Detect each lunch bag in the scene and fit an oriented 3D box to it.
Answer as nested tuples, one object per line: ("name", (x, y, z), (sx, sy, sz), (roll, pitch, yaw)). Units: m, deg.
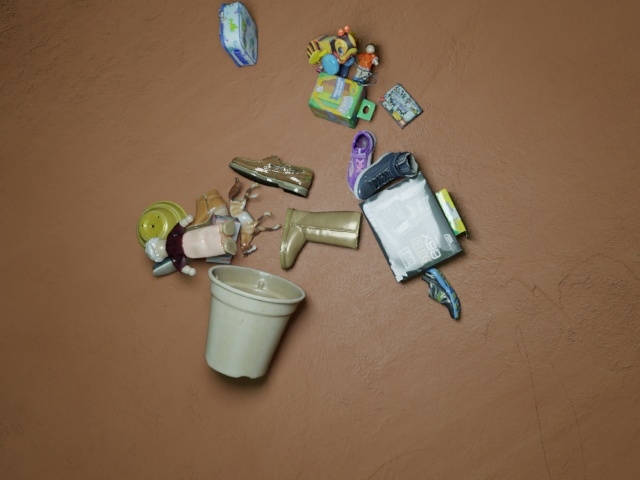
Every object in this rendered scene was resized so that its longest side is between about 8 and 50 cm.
("lunch bag", (-0.295, -0.742, 1.959), (0.090, 0.219, 0.176), (-3, 85, 11))

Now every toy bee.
("toy bee", (0.069, -0.648, 1.807), (0.298, 0.162, 0.195), (15, 50, 24))

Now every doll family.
("doll family", (0.115, -0.653, 1.946), (0.262, 0.118, 0.163), (24, 96, 30))

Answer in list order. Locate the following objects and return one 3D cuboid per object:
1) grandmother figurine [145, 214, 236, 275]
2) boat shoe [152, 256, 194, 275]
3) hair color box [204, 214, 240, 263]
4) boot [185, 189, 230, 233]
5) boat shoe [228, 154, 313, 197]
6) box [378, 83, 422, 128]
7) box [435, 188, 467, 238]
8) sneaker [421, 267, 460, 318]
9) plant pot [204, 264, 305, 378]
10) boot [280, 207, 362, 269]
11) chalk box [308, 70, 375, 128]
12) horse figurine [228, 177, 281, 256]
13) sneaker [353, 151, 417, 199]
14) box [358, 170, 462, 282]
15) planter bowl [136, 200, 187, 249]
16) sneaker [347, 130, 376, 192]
("grandmother figurine", (-0.459, 0.021, 1.867), (0.342, 0.104, 0.208), (-6, 75, 19))
("boat shoe", (-0.509, 0.042, 1.983), (0.254, 0.095, 0.079), (-31, 76, 1))
("hair color box", (-0.353, -0.004, 1.930), (0.093, 0.053, 0.167), (6, 114, -26))
("boot", (-0.437, -0.097, 1.974), (0.197, 0.073, 0.152), (-24, 55, -10))
("boat shoe", (-0.175, -0.252, 1.954), (0.307, 0.111, 0.105), (20, 84, 2))
("box", (0.285, -0.479, 1.925), (0.094, 0.027, 0.137), (-40, 79, 5))
("box", (0.446, -0.082, 1.817), (0.043, 0.105, 0.179), (-28, 80, 14))
("sneaker", (0.409, 0.183, 1.827), (0.078, 0.067, 0.188), (-36, 80, 25))
("plant pot", (-0.252, 0.281, 1.823), (0.333, 0.334, 0.306), (18, 99, 11))
("boot", (0.000, 0.000, 1.901), (0.269, 0.089, 0.236), (7, 86, 10))
("chalk box", (0.085, -0.488, 1.909), (0.212, 0.132, 0.133), (20, 89, 12))
("horse figurine", (-0.263, -0.096, 1.961), (0.174, 0.066, 0.263), (-30, 88, 22))
("sneaker", (0.224, -0.220, 1.813), (0.226, 0.163, 0.086), (-47, 119, -17))
("box", (0.306, -0.044, 1.845), (0.242, 0.076, 0.308), (-27, 80, 12))
("planter bowl", (-0.608, -0.049, 2.014), (0.217, 0.090, 0.217), (-1, 84, 11))
("sneaker", (0.140, -0.281, 1.894), (0.095, 0.104, 0.237), (6, 87, 9))
